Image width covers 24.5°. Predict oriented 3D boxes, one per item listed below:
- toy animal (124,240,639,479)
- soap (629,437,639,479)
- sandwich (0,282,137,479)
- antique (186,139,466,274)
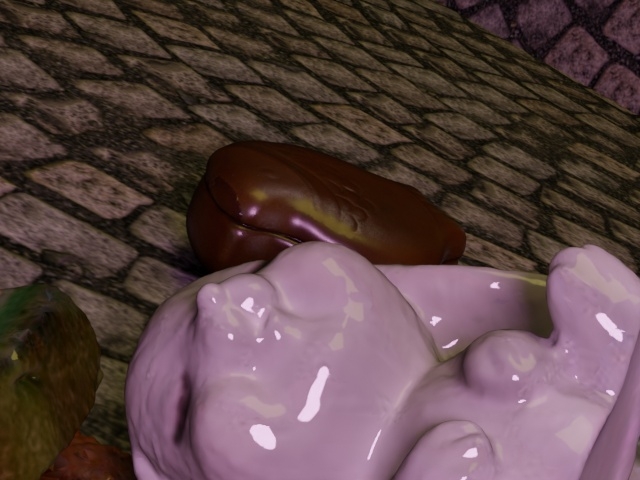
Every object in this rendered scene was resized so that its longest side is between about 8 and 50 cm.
[{"bbox_3d":[0.019,0.108,0.771,0.265,0.206,0.272,14,58,24],"label":"toy animal"},{"bbox_3d":[0.149,0.187,0.949,0.182,0.199,0.138,15,17,-26],"label":"soap"},{"bbox_3d":[-0.193,0.093,0.844,0.250,0.162,0.301,10,26,-46],"label":"sandwich"},{"bbox_3d":[0.000,0.000,1.365,0.278,0.129,0.223,5,26,-44],"label":"antique"}]
